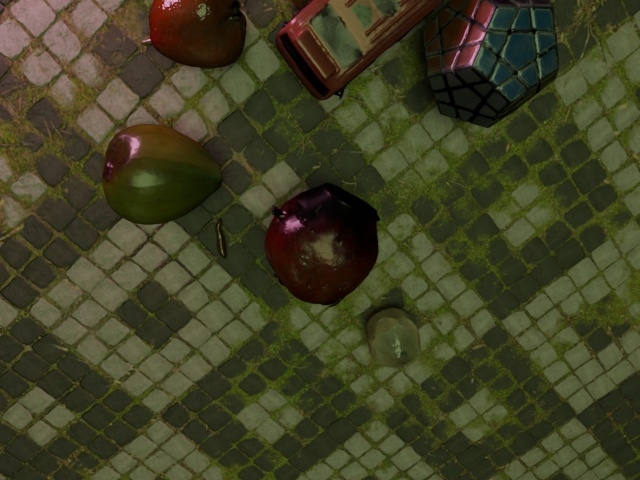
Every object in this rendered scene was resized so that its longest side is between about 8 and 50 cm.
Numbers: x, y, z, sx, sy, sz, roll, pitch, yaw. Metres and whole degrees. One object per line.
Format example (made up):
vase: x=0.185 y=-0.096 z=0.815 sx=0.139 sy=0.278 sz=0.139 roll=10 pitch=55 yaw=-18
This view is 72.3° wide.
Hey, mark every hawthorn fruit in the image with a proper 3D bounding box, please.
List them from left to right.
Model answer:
hawthorn fruit: x=-0.292 y=-0.476 z=0.974 sx=0.250 sy=0.199 sz=0.200 roll=-13 pitch=109 yaw=10
hawthorn fruit: x=0.014 y=0.006 z=1.103 sx=0.315 sy=0.316 sz=0.317 roll=-2 pitch=108 yaw=-5

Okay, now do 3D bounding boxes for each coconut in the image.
coconut: x=0.212 y=0.284 z=1.269 sx=0.160 sy=0.162 sz=0.161 roll=-2 pitch=108 yaw=-6

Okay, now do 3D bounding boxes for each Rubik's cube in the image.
Rubik's cube: x=0.385 y=-0.423 z=1.002 sx=0.318 sy=0.264 sz=0.320 roll=-2 pitch=109 yaw=-6

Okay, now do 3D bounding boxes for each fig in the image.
fig: x=-0.370 y=-0.150 z=1.040 sx=0.270 sy=0.239 sz=0.240 roll=4 pitch=107 yaw=-9

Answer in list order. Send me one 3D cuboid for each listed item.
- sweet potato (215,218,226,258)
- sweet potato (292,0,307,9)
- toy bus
sweet potato: x=-0.276 y=-0.004 z=1.205 sx=0.026 sy=0.026 sz=0.115 roll=-7 pitch=103 yaw=-3
sweet potato: x=-0.040 y=-0.657 z=0.976 sx=0.097 sy=0.097 sz=0.252 roll=2 pitch=113 yaw=-6
toy bus: x=0.111 y=-0.511 z=0.969 sx=0.426 sy=0.233 sz=0.203 roll=-39 pitch=107 yaw=7
